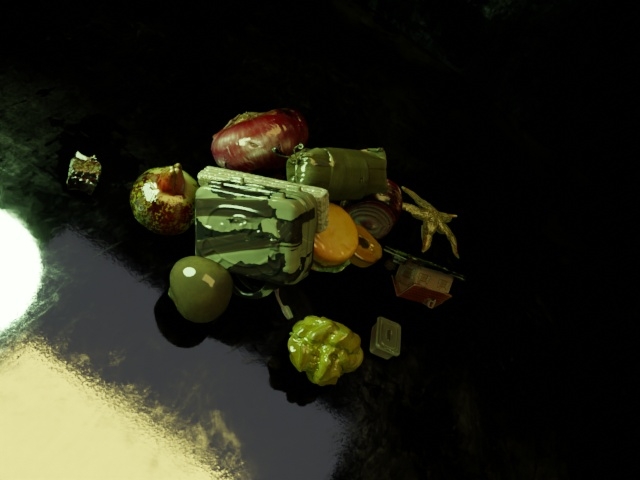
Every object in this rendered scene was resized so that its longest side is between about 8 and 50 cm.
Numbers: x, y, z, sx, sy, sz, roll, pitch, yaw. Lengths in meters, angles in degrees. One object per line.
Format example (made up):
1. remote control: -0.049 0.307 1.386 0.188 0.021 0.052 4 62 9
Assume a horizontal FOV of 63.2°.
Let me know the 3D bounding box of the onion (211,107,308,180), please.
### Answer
1. onion: -0.195 -0.306 1.788 0.347 0.348 0.285 -33 113 -45

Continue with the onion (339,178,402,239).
1. onion: 0.210 -0.152 1.976 0.216 0.207 0.206 30 47 -16

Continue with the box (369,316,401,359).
1. box: 0.206 0.318 1.677 0.089 0.062 0.122 25 46 -14

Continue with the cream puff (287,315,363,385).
1. cream puff: 0.011 0.319 1.474 0.221 0.194 0.194 26 44 -7

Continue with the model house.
1. model house: 0.354 0.142 1.893 0.294 0.154 0.207 18 3 -31

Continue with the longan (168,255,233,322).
1. longan: -0.324 0.129 1.412 0.189 0.189 0.189 18 47 -20

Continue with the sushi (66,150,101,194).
1. sushi: -0.680 -0.189 1.496 0.084 0.094 0.098 15 48 -25

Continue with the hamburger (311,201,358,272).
1. hamburger: -0.001 -0.001 1.731 0.246 0.170 0.246 13 62 -25

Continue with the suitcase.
1. suitcase: -0.188 -0.002 1.503 0.351 0.339 0.194 11 19 20

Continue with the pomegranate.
1. pomegranate: -0.435 -0.133 1.500 0.214 0.248 0.214 14 55 -21

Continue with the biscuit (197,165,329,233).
1. biscuit: -0.177 -0.124 1.607 0.426 0.144 0.078 12 37 19

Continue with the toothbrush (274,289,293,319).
1. toothbrush: -0.149 0.129 1.631 0.027 0.021 0.269 1 54 -48

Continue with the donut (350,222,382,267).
1. donut: 0.136 0.021 1.880 0.162 0.065 0.178 -19 66 -46

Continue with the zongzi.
1. zongzi: -0.044 -0.227 1.756 0.447 0.418 0.181 -2 96 -36

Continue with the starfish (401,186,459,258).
1. starfish: 0.445 -0.086 2.169 0.358 0.078 0.347 20 49 -18
